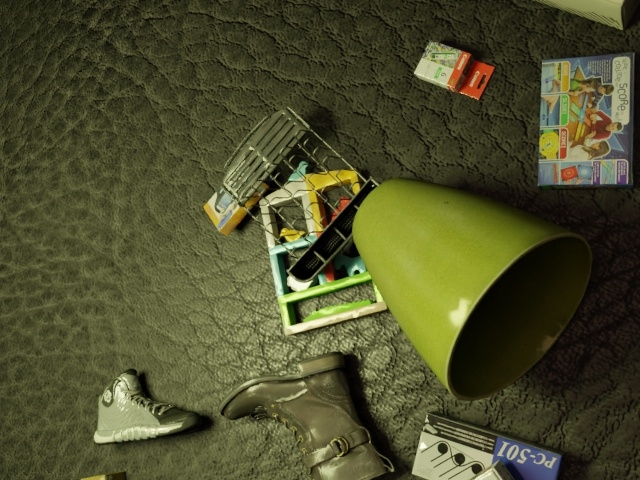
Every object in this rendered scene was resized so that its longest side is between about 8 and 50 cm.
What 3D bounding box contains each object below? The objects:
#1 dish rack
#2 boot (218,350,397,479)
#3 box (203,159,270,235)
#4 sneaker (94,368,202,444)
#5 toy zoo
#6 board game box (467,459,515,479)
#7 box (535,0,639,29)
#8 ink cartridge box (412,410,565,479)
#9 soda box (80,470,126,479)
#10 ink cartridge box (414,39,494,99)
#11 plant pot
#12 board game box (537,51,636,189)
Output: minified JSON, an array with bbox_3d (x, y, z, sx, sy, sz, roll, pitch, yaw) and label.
[{"bbox_3d":[-0.042,-0.086,1.269,0.271,0.074,0.208,45,100,15],"label":"dish rack"},{"bbox_3d":[-0.030,0.322,1.237,0.263,0.091,0.228,-24,72,17],"label":"boot"},{"bbox_3d":[-0.148,-0.084,1.374,0.136,0.028,0.081,-50,46,12],"label":"box"},{"bbox_3d":[-0.322,0.295,1.377,0.229,0.086,0.132,-13,75,23],"label":"sneaker"},{"bbox_3d":[0.000,0.000,1.306,0.192,0.030,0.293,-17,75,21],"label":"toy zoo"},{"bbox_3d":[0.197,0.483,1.102,0.305,0.053,0.193,-41,74,21],"label":"board game box"},{"bbox_3d":[0.364,-0.431,1.174,0.275,0.094,0.113,30,95,25],"label":"box"},{"bbox_3d":[0.249,0.333,1.134,0.207,0.046,0.097,12,88,25],"label":"ink cartridge box"},{"bbox_3d":[-0.387,0.519,1.382,0.058,0.061,0.181,-15,76,21],"label":"soda box"},{"bbox_3d":[0.220,-0.281,1.250,0.115,0.029,0.062,27,93,26],"label":"ink cartridge box"},{"bbox_3d":[0.186,0.034,1.111,0.293,0.275,0.274,41,100,39],"label":"plant pot"},{"bbox_3d":[0.404,-0.178,1.149,0.136,0.035,0.201,1,83,25],"label":"board game box"}]
